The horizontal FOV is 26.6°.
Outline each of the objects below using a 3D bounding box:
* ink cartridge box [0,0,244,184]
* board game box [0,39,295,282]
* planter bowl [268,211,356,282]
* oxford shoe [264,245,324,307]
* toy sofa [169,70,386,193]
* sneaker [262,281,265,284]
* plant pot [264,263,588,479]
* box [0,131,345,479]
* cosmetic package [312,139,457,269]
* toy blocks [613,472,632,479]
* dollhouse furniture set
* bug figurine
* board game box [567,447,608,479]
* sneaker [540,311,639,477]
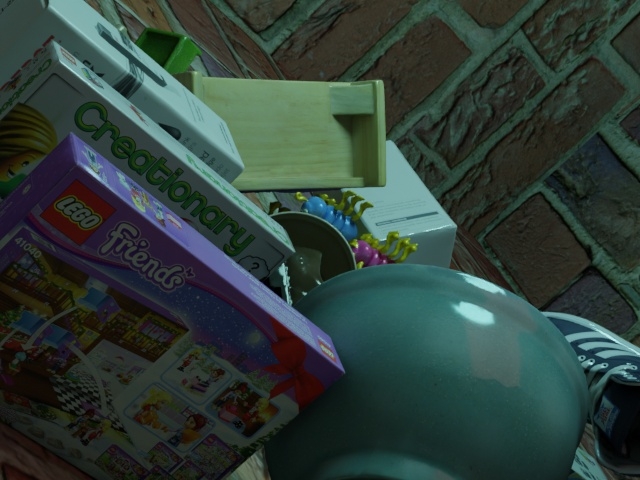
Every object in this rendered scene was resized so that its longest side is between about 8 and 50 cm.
[{"bbox_3d":[-0.245,-0.108,1.361,0.273,0.197,0.114,40,13,-32],"label":"ink cartridge box"},{"bbox_3d":[-0.195,-0.018,1.244,0.305,0.193,0.053,39,13,-33],"label":"board game box"},{"bbox_3d":[-0.039,0.053,1.731,0.162,0.162,0.109,48,-11,6],"label":"planter bowl"},{"bbox_3d":[-0.009,0.107,1.611,0.083,0.096,0.227,110,-26,-65],"label":"oxford shoe"},{"bbox_3d":[-0.091,-0.134,1.758,0.363,0.177,0.150,-5,93,-47],"label":"toy sofa"},{"bbox_3d":[-0.123,0.024,1.646,0.152,0.084,0.058,53,13,31],"label":"sneaker"},{"bbox_3d":[0.077,0.194,1.170,0.293,0.293,0.196,43,37,-18],"label":"plant pot"},{"bbox_3d":[-0.151,0.079,1.048,0.293,0.201,0.057,41,13,-31],"label":"box"},{"bbox_3d":[0.086,0.006,2.083,0.224,0.138,0.224,-121,-152,-44],"label":"cosmetic package"},{"bbox_3d":[0.250,0.375,1.282,0.309,0.288,0.260,36,21,-34],"label":"toy blocks"},{"bbox_3d":[-0.270,-0.197,1.925,0.302,0.151,0.197,18,-17,40],"label":"dollhouse furniture set"},{"bbox_3d":[0.000,0.000,1.855,0.216,0.072,0.279,30,-19,-25],"label":"bug figurine"},{"bbox_3d":[0.155,0.272,1.464,0.303,0.224,0.097,38,16,-38],"label":"board game box"},{"bbox_3d":[0.255,0.143,1.297,0.282,0.099,0.153,19,13,29],"label":"sneaker"}]
